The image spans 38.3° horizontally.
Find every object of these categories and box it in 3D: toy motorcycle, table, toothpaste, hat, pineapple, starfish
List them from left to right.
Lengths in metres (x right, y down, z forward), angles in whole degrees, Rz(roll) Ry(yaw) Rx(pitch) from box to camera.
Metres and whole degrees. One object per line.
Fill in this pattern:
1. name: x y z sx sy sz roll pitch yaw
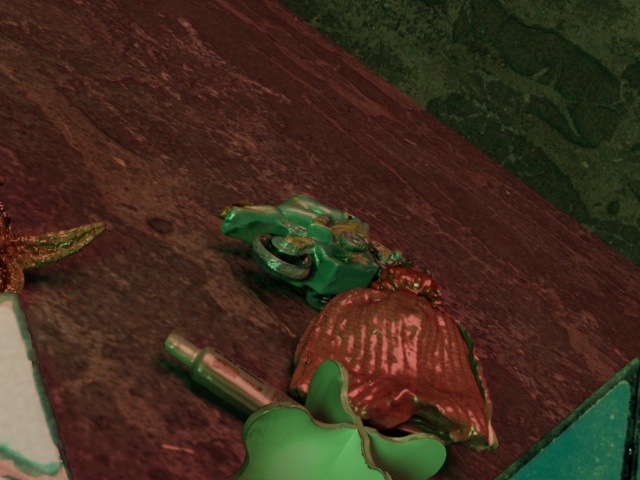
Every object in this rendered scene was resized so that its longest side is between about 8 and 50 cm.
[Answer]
1. starfish: -0.317 0.009 0.896 0.238 0.057 0.213 3 45 -38
2. pineapple: -0.109 -0.039 1.310 0.045 0.019 0.083 33 19 11
3. toothpaste: -0.048 0.169 0.926 0.255 0.037 0.067 33 16 -4
4. table: -0.015 0.202 0.678 0.166 0.198 0.166 26 22 -12
5. toy motorcycle: -0.001 0.000 1.254 0.296 0.109 0.198 4 32 -51
6. hat: 0.090 0.127 1.095 0.236 0.107 0.286 18 36 -5

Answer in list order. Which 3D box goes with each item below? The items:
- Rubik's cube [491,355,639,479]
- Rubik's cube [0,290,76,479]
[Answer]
1. Rubik's cube: 0.286 0.285 0.739 0.255 0.260 0.259 38 10 -45
2. Rubik's cube: -0.209 0.164 0.370 0.205 0.207 0.205 -9 64 -34
